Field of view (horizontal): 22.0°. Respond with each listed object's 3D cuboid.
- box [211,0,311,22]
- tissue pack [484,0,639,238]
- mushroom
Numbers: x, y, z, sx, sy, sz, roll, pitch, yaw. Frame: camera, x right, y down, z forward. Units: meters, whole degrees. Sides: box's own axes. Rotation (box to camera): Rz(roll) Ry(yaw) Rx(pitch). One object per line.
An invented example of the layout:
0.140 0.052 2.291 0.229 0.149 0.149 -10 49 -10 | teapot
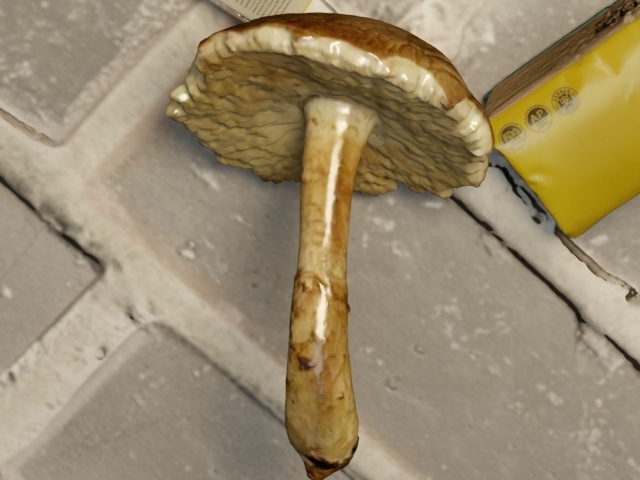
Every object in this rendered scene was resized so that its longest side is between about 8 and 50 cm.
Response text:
-0.095 -0.257 1.171 0.247 0.033 0.129 32 114 -10 | box
0.216 -0.097 1.189 0.169 0.082 0.120 -34 109 18 | tissue pack
0.030 -0.018 1.142 0.208 0.233 0.301 -21 74 -3 | mushroom
